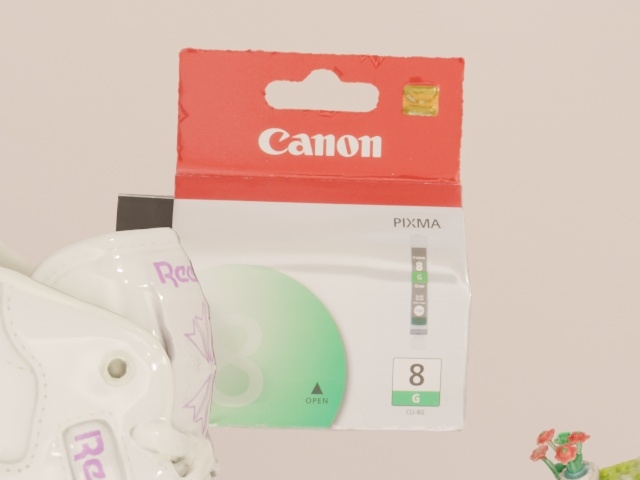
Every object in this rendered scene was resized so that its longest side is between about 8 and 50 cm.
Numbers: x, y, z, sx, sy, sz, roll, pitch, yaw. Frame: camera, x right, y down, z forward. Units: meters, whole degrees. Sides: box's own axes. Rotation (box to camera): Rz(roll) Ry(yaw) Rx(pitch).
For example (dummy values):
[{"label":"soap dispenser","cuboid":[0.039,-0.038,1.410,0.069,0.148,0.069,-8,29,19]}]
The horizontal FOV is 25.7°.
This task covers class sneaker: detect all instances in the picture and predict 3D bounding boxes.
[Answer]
[{"label":"sneaker","cuboid":[-0.065,0.086,0.375,0.305,0.152,0.114,51,-2,2]}]

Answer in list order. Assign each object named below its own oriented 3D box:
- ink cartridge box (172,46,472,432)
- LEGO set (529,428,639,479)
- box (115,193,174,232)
[{"label":"ink cartridge box","cuboid":[0.000,0.000,0.836,0.181,0.056,0.225,2,-84,-4]},{"label":"LEGO set","cuboid":[0.193,0.122,0.763,0.287,0.132,0.107,-1,-56,47]},{"label":"box","cuboid":[-0.069,0.002,1.213,0.147,0.180,0.078,5,-87,23]}]
